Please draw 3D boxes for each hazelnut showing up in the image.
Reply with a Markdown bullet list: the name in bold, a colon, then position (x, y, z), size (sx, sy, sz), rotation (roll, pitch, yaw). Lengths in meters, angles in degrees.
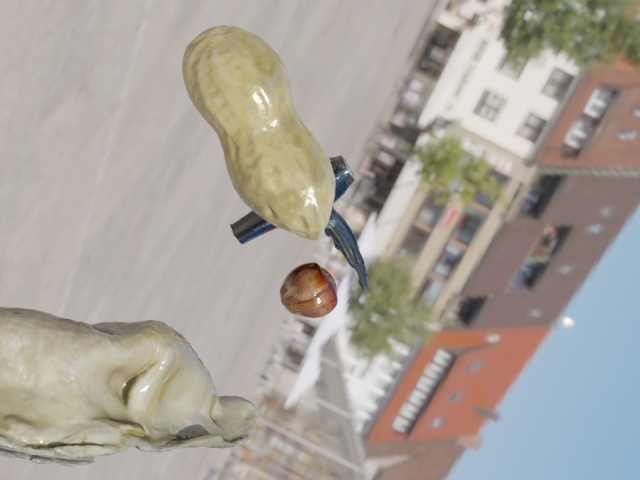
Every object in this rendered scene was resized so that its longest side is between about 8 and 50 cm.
- **hazelnut**: position (-0.018, 0.072, 1.790), size (0.086, 0.086, 0.086), rotation (-63, 179, -3)

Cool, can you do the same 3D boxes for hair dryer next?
- **hair dryer**: position (0.000, 0.000, 1.855), size (0.195, 0.219, 0.075), rotation (-32, -158, 8)

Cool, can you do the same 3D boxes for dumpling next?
- **dumpling**: position (-0.183, 0.087, 0.810), size (0.166, 0.332, 0.086), rotation (-176, -88, -70)

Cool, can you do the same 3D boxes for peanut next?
- **peanut**: position (-0.044, -0.083, 0.957), size (0.082, 0.187, 0.082), rotation (-24, 172, -4)
